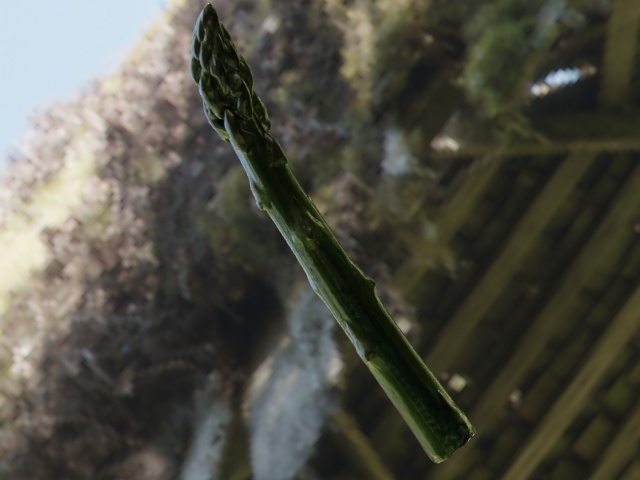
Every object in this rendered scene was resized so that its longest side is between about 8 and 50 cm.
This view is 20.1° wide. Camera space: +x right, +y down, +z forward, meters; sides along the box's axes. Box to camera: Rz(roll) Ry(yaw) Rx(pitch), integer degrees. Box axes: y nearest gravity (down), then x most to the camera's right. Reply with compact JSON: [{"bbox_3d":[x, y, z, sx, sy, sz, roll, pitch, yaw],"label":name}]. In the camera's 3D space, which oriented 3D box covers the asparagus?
[{"bbox_3d":[0.000,0.000,0.400,0.015,0.114,0.014,-34,10,-4],"label":"asparagus"}]
